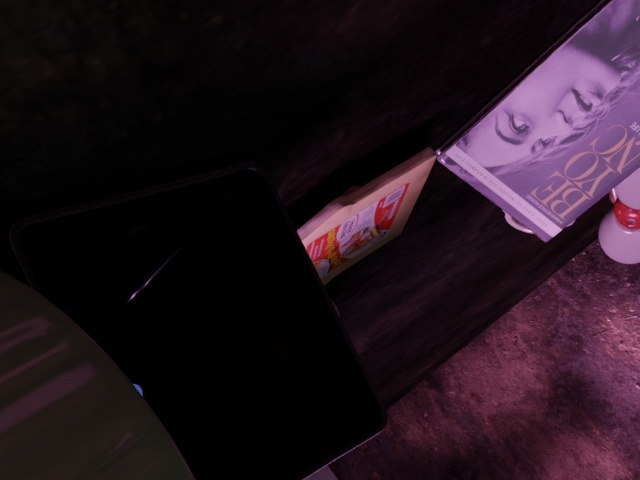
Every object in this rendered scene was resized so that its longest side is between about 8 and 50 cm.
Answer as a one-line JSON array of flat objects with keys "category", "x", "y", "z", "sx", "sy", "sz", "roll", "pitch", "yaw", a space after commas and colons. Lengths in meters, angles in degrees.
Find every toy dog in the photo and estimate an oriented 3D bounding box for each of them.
[{"category": "toy dog", "x": 0.352, "y": -0.113, "z": 1.038, "sx": 0.333, "sy": 0.220, "sz": 0.161, "roll": 119, "pitch": -10, "yaw": -66}]

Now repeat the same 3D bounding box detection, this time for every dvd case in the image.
[{"category": "dvd case", "x": 0.237, "y": -0.106, "z": 0.860, "sx": 0.164, "sy": 0.018, "sz": 0.221, "roll": 33, "pitch": 118, "yaw": -31}]

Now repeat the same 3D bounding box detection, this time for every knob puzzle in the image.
[{"category": "knob puzzle", "x": 0.000, "y": 0.000, "z": 0.826, "sx": 0.213, "sy": 0.030, "sz": 0.213, "roll": -34, "pitch": 166, "yaw": -10}]

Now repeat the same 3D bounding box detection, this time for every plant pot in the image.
[{"category": "plant pot", "x": -0.106, "y": 0.084, "z": 0.590, "sx": 0.188, "sy": 0.187, "sz": 0.167, "roll": -20, "pitch": 171, "yaw": -46}]

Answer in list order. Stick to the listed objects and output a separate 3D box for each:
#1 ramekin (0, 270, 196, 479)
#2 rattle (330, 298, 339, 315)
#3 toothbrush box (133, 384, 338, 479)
[{"category": "ramekin", "x": -0.173, "y": 0.154, "z": 0.418, "sx": 0.148, "sy": 0.303, "sz": 0.303, "roll": -32, "pitch": 166, "yaw": -42}, {"category": "rattle", "x": -0.011, "y": 0.158, "z": 1.089, "sx": 0.130, "sy": 0.143, "sz": 0.199, "roll": -48, "pitch": 168, "yaw": -35}, {"category": "toothbrush box", "x": -0.098, "y": 0.252, "z": 0.841, "sx": 0.126, "sy": 0.295, "sz": 0.216, "roll": -18, "pitch": 152, "yaw": -51}]
